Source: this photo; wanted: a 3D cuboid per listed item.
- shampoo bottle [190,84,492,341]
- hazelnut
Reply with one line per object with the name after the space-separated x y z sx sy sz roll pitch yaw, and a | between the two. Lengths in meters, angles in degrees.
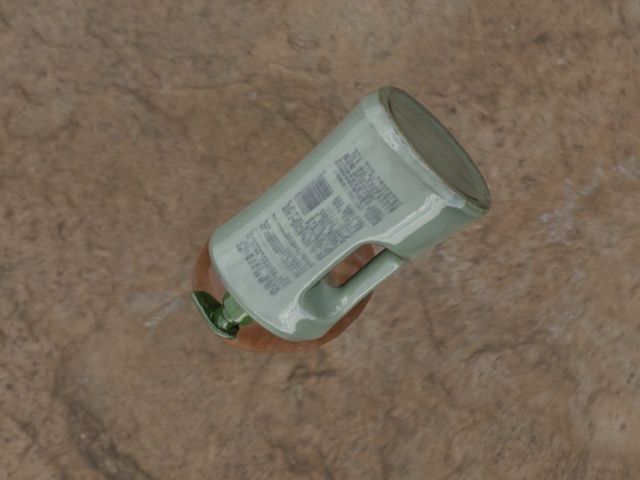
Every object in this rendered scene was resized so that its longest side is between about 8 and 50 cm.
0.000 0.000 0.820 0.118 0.087 0.234 44 118 -13 | shampoo bottle
-0.038 0.039 1.243 0.214 0.214 0.176 -25 88 17 | hazelnut
